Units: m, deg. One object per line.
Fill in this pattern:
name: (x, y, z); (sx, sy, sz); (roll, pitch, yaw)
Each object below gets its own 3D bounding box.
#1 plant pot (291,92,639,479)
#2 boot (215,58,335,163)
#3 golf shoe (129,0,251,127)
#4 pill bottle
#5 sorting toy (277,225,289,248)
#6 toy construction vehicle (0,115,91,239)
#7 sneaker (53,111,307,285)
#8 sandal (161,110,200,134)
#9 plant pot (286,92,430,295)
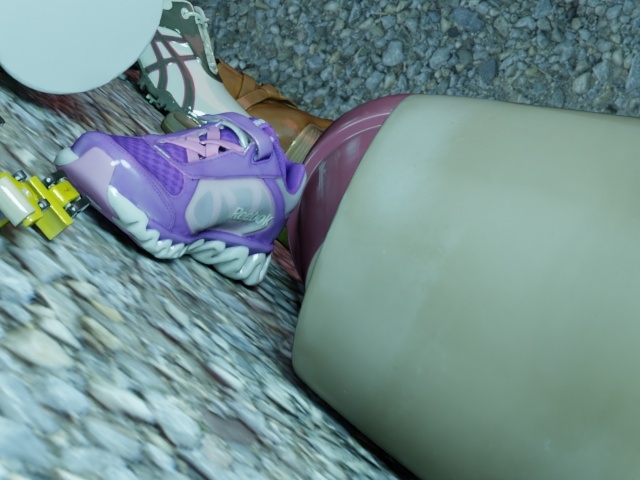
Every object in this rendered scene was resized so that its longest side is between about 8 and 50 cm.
plant pot: (0.146, 0.052, 0.751); (0.280, 0.323, 0.323); (22, 4, 11)
boot: (-0.076, -0.166, 1.771); (0.220, 0.109, 0.283); (34, 15, -8)
golf shoe: (-0.159, -0.206, 1.434); (0.273, 0.120, 0.105); (41, 5, 6)
pill bottle: (-0.243, -0.235, 0.981); (0.160, 0.160, 0.283); (31, 10, -48)
sorting toy: (0.000, 0.000, 1.227); (0.102, 0.042, 0.061); (35, 8, -30)
toy construction vehicle: (-0.163, -0.032, 0.634); (0.086, 0.035, 0.098); (49, 8, -7)
sneaker: (-0.079, -0.044, 0.833); (0.095, 0.104, 0.236); (43, 9, 22)
sandal: (-0.099, -0.091, 1.268); (0.072, 0.049, 0.180); (32, 10, -46)
plant pot: (0.064, 0.006, 0.976); (0.201, 0.201, 0.180); (38, 23, -7)
